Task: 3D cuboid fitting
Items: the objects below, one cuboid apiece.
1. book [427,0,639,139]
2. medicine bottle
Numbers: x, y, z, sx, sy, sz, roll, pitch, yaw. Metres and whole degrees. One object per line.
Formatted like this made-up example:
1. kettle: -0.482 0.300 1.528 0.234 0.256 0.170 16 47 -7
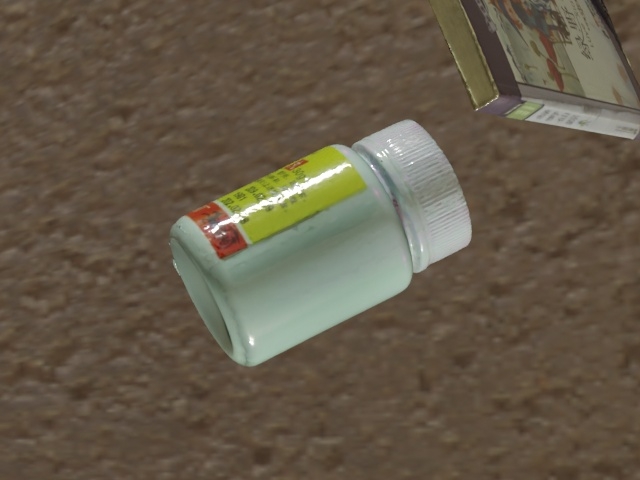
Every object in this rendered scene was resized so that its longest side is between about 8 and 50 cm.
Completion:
1. book: 0.122 -0.140 1.162 0.231 0.026 0.157 3 60 -58
2. medicine bottle: 0.000 0.000 1.621 0.225 0.139 0.139 -26 98 -13
